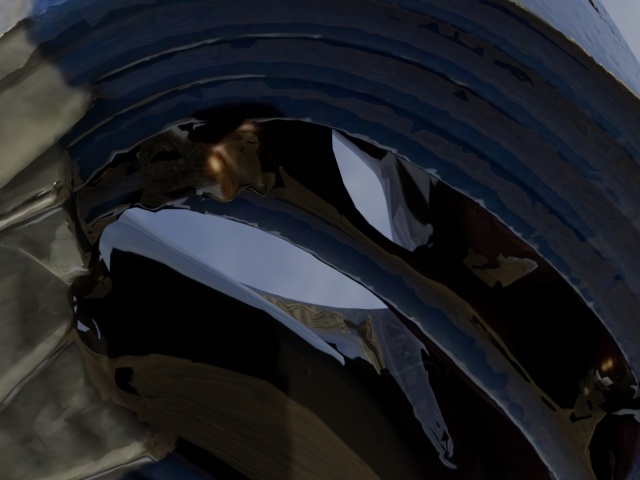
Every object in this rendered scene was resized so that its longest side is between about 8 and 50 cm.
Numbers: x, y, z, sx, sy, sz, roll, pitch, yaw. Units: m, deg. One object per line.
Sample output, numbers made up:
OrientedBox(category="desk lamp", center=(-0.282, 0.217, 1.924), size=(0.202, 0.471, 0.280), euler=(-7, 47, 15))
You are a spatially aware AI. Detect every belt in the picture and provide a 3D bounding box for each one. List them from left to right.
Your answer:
OrientedBox(category="belt", center=(0.000, 0.000, 0.543), size=(0.212, 0.117, 0.347), euler=(-34, -40, 15))
